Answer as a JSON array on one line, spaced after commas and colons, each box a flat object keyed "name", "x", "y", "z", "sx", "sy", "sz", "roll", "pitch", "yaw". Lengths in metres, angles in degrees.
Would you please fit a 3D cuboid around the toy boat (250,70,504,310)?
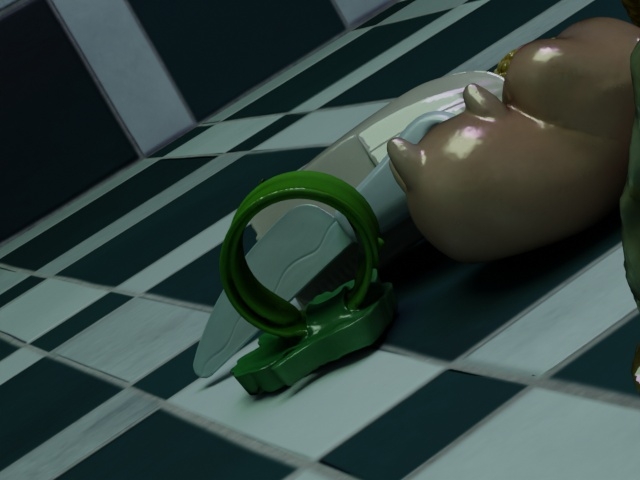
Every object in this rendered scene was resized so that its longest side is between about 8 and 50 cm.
[{"name": "toy boat", "x": 0.072, "y": -0.043, "z": 1.517, "sx": 0.269, "sy": 0.141, "sz": 0.141, "roll": -30, "pitch": 12, "yaw": -2}]

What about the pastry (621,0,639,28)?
[{"name": "pastry", "x": 0.341, "y": -0.211, "z": 1.424, "sx": 0.103, "sy": 0.188, "sz": 0.189, "roll": -34, "pitch": 13, "yaw": -9}]

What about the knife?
[{"name": "knife", "x": -0.001, "y": -0.002, "z": 1.449, "sx": 0.331, "sy": 0.080, "sz": 0.044, "roll": -38, "pitch": -22, "yaw": 14}]

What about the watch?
[{"name": "watch", "x": -0.026, "y": 0.031, "z": 1.363, "sx": 0.165, "sy": 0.152, "sz": 0.131, "roll": -25, "pitch": 14, "yaw": 12}]

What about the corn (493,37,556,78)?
[{"name": "corn", "x": 0.243, "y": -0.157, "z": 1.621, "sx": 0.101, "sy": 0.101, "sz": 0.292, "roll": -33, "pitch": 11, "yaw": -13}]

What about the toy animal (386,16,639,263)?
[{"name": "toy animal", "x": 0.183, "y": -0.079, "z": 1.319, "sx": 0.250, "sy": 0.154, "sz": 0.166, "roll": -38, "pitch": -5, "yaw": 0}]

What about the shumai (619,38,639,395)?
[{"name": "shumai", "x": 0.259, "y": -0.061, "z": 0.824, "sx": 0.309, "sy": 0.263, "sz": 0.304, "roll": -32, "pitch": 14, "yaw": -9}]
